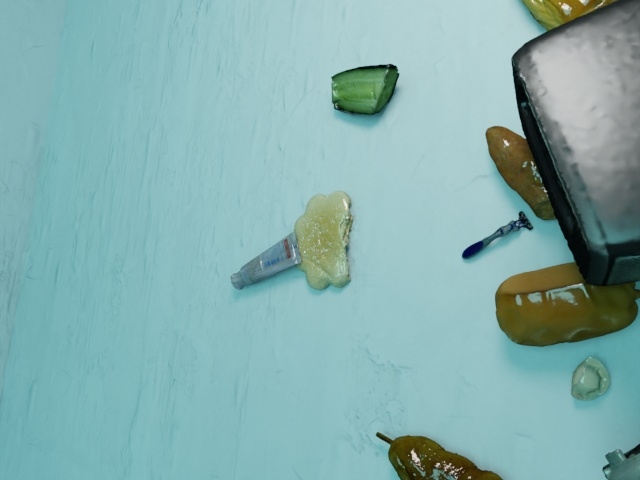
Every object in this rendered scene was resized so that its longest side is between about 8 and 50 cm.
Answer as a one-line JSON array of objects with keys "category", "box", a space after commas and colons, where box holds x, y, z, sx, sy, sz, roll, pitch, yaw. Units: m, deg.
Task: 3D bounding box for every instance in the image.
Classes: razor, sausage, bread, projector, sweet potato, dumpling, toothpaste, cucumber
[{"category": "razor", "box": [0.357, -0.005, 1.040, 0.155, 0.028, 0.044, -34, 64, 24]}, {"category": "sausage", "box": [0.439, 0.113, 0.906, 0.241, 0.120, 0.136, -21, 108, 32]}, {"category": "bread", "box": [0.247, 0.475, 0.990, 0.344, 0.084, 0.124, 21, 93, 36]}, {"category": "projector", "box": [0.543, -0.166, 0.758, 0.406, 0.242, 0.394, -19, 67, 19]}, {"category": "sweet potato", "box": [0.406, -0.140, 0.991, 0.097, 0.097, 0.251, -42, 62, 21]}, {"category": "bread", "box": [0.509, -0.530, 0.994, 0.211, 0.099, 0.235, -32, 64, 25]}, {"category": "dumpling", "box": [0.484, 0.252, 0.899, 0.060, 0.043, 0.077, 19, 76, 19]}, {"category": "bread", "box": [0.000, 0.000, 1.275, 0.182, 0.039, 0.250, -5, 79, 33]}, {"category": "toothpaste", "box": [-0.147, 0.065, 1.342, 0.234, 0.057, 0.089, -30, 62, 32]}, {"category": "cucumber", "box": [0.113, -0.374, 1.246, 0.193, 0.086, 0.115, 9, 118, 38]}]

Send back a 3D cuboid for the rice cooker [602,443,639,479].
[{"category": "rice cooker", "box": [0.571, 0.384, 0.679, 0.317, 0.264, 0.316, -10, 67, 23]}]
